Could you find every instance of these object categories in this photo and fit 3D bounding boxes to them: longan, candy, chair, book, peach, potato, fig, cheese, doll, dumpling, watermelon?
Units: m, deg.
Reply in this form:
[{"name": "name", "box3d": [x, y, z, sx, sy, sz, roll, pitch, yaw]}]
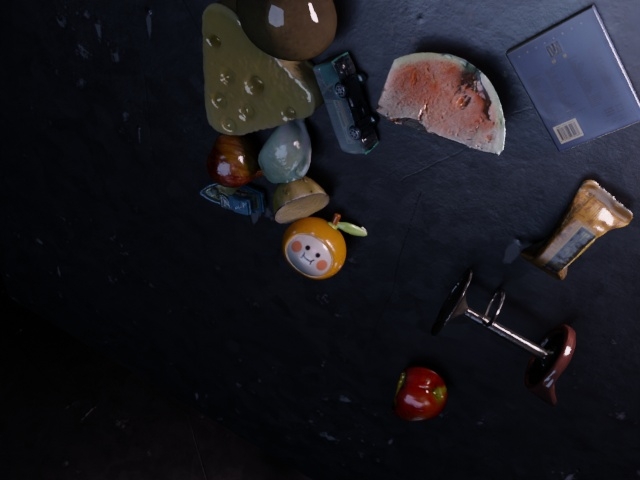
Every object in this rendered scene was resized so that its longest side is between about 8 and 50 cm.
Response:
[{"name": "longan", "box3d": [-0.085, -0.547, 1.299, 0.246, 0.215, 0.246, 52, 169, 15]}, {"name": "candy", "box3d": [0.630, -0.017, 1.346, 0.143, 0.101, 0.271, 36, 130, 11]}, {"name": "chair", "box3d": [0.543, 0.277, 1.550, 0.401, 0.226, 0.226, 31, 136, 6]}, {"name": "book", "box3d": [0.552, -0.340, 1.182, 0.191, 0.025, 0.269, -22, 111, 41]}, {"name": "peach", "box3d": [0.329, 0.545, 1.932, 0.226, 0.196, 0.189, -19, 77, 44]}, {"name": "potato", "box3d": [-0.076, -0.141, 1.677, 0.202, 0.182, 0.117, 79, 169, -76]}, {"name": "fig", "box3d": [-0.246, -0.235, 1.696, 0.207, 0.175, 0.175, 25, 138, -15]}, {"name": "cheese", "box3d": [-0.201, -0.433, 1.532, 0.384, 0.104, 0.383, 17, 131, 20]}, {"name": "doll", "box3d": [0.000, 0.000, 1.715, 0.213, 0.213, 0.236, 40, 100, -1]}, {"name": "dumpling", "box3d": [-0.090, -0.258, 1.591, 0.149, 0.105, 0.216, 35, 113, -4]}, {"name": "watermelon", "box3d": [0.293, -0.299, 1.270, 0.305, 0.180, 0.224, 23, 149, 13]}]

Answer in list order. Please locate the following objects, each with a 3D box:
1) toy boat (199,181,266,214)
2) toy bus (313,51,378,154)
[{"name": "toy boat", "box3d": [-0.303, -0.143, 1.839, 0.238, 0.098, 0.109, 15, 128, 23]}, {"name": "toy bus", "box3d": [0.072, -0.355, 1.437, 0.109, 0.091, 0.261, 7, 127, 42]}]
